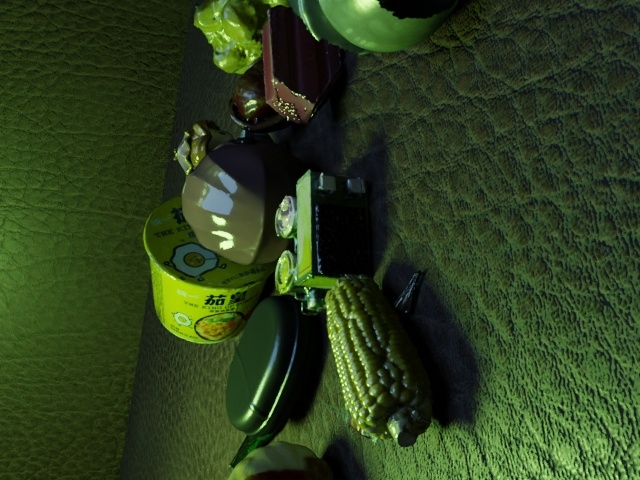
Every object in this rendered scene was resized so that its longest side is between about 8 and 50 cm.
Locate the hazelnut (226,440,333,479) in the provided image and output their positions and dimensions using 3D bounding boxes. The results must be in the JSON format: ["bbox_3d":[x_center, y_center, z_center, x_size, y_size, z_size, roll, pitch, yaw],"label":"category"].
[{"bbox_3d":[-0.076,0.504,1.391,0.261,0.241,0.261,-50,13,16],"label":"hazelnut"}]

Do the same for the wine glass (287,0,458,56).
[{"bbox_3d":[0.090,-0.413,1.242,0.323,0.238,0.238,-168,86,-73],"label":"wine glass"}]

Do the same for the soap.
[{"bbox_3d":[-0.040,-0.365,1.628,0.099,0.162,0.250,130,142,-54],"label":"soap"}]

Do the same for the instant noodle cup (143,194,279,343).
[{"bbox_3d":[-0.270,0.078,1.888,0.326,0.325,0.254,-105,22,-43],"label":"instant noodle cup"}]

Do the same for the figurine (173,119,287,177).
[{"bbox_3d":[-0.220,-0.206,1.883,0.189,0.263,0.142,120,150,-51],"label":"figurine"}]

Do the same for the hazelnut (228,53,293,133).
[{"bbox_3d":[-0.117,-0.345,1.800,0.160,0.170,0.202,-26,-43,-62],"label":"hazelnut"}]

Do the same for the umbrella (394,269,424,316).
[{"bbox_3d":[0.140,0.083,1.223,0.020,0.031,0.083,-53,-15,-65],"label":"umbrella"}]

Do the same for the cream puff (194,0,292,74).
[{"bbox_3d":[-0.139,-0.565,1.892,0.274,0.270,0.323,-18,50,28],"label":"cream puff"}]

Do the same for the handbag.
[{"bbox_3d":[-0.111,0.257,1.634,0.308,0.093,0.254,-66,25,15],"label":"handbag"}]

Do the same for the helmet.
[{"bbox_3d":[-0.177,-0.076,1.662,0.338,0.197,0.271,22,110,24],"label":"helmet"}]

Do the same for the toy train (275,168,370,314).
[{"bbox_3d":[0.000,0.000,1.447,0.177,0.134,0.261,142,131,-60],"label":"toy train"}]

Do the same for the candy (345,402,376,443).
[{"bbox_3d":[0.075,0.297,1.289,0.175,0.043,0.045,-171,88,-72],"label":"candy"}]

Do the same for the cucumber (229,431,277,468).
[{"bbox_3d":[-0.143,0.451,1.765,0.284,0.056,0.056,-55,34,43],"label":"cucumber"}]

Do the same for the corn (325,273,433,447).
[{"bbox_3d":[0.081,0.175,1.201,0.347,0.130,0.130,-112,36,-53],"label":"corn"}]
